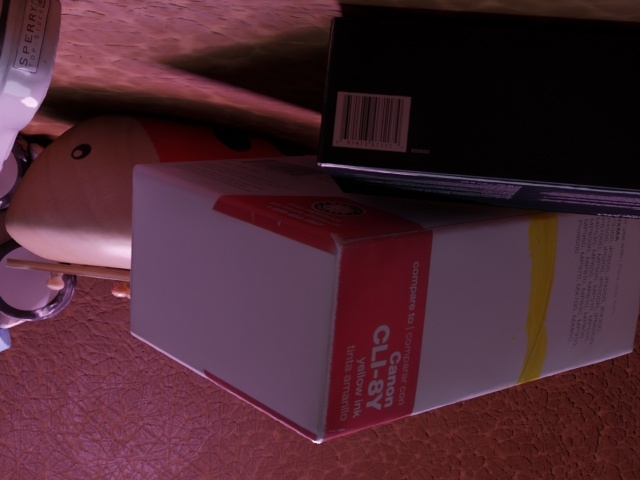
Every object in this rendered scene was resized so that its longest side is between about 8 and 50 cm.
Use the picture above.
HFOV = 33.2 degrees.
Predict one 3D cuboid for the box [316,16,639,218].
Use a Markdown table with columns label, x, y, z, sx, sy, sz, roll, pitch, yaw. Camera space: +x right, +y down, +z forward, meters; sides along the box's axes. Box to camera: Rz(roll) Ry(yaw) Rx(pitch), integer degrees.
| label | x | y | z | sx | sy | sz | roll | pitch | yaw |
| --- | --- | --- | --- | --- | --- | --- | --- | --- | --- |
| box | 0.139 | -0.076 | 0.735 | 0.261 | 0.103 | 0.184 | 5 | 175 | 6 |

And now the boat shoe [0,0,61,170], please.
| label | x | y | z | sx | sy | sz | roll | pitch | yaw |
| --- | --- | --- | --- | --- | --- | --- | --- | --- | --- |
| boat shoe | -0.278 | -0.119 | 0.790 | 0.119 | 0.121 | 0.335 | 15 | 161 | -22 |

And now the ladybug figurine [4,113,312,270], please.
| label | x | y | z | sx | sy | sz | roll | pitch | yaw |
| --- | --- | --- | --- | --- | --- | --- | --- | --- | --- |
| ladybug figurine | -0.126 | -0.036 | 1.207 | 0.449 | 0.162 | 0.305 | 10 | 175 | -42 |

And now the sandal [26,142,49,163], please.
| label | x | y | z | sx | sy | sz | roll | pitch | yaw |
| --- | --- | --- | --- | --- | --- | --- | --- | --- | --- |
| sandal | -0.333 | -0.075 | 1.443 | 0.076 | 0.102 | 0.265 | -23 | 172 | -11 |

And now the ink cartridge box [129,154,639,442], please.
| label | x | y | z | sx | sy | sz | roll | pitch | yaw |
| --- | --- | --- | --- | --- | --- | --- | --- | --- | --- |
| ink cartridge box | 0.066 | 0.021 | 0.949 | 0.384 | 0.160 | 0.279 | -8 | -162 | -39 |

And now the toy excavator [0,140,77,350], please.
| label | x | y | z | sx | sy | sz | roll | pitch | yaw |
| --- | --- | --- | --- | --- | --- | --- | --- | --- | --- |
| toy excavator | -0.583 | -0.021 | 1.368 | 0.445 | 0.433 | 0.222 | -22 | -178 | -12 |

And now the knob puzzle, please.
| label | x | y | z | sx | sy | sz | roll | pitch | yaw |
| --- | --- | --- | --- | --- | --- | --- | --- | --- | --- |
| knob puzzle | -0.225 | 0.049 | 1.202 | 0.213 | 0.030 | 0.213 | 6 | 177 | 0 |
